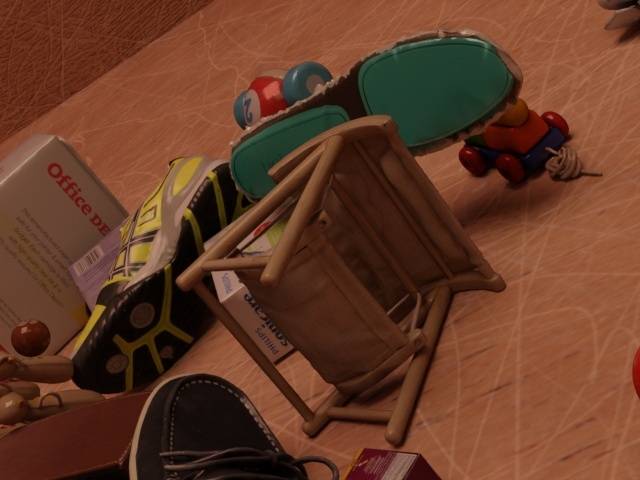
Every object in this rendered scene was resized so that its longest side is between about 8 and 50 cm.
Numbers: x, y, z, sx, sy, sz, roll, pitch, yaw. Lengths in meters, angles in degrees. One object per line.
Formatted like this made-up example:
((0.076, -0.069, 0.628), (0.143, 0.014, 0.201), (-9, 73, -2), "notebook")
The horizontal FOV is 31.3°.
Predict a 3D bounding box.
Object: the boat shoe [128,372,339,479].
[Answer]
((-0.064, 0.260, 1.045), (0.500, 0.187, 0.156), (-114, 41, -60), "boat shoe")

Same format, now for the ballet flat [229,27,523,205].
((0.068, -0.156, 1.417), (0.409, 0.147, 0.147), (-18, 31, 29), "ballet flat")

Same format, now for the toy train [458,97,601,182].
((0.244, -0.155, 1.434), (0.105, 0.143, 0.248), (-44, 26, -13), "toy train")

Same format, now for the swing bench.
((0.031, 0.042, 1.246), (0.165, 0.253, 0.254), (-4, 40, 50), "swing bench")

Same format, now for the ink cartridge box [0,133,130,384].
((-0.514, 0.044, 1.926), (0.385, 0.279, 0.160), (-45, 25, -17), "ink cartridge box")

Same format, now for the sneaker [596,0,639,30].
((0.421, -0.348, 1.473), (0.210, 0.137, 0.366), (-22, 4, 41), "sneaker")

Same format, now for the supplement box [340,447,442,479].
((0.070, 0.234, 1.102), (0.083, 0.055, 0.043), (-5, 40, 48), "supplement box")

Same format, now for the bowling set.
((-0.431, 0.206, 1.541), (0.287, 0.154, 0.199), (-41, 58, 35), "bowling set")

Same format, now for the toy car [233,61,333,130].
((-0.054, -0.114, 1.714), (0.219, 0.210, 0.238), (-11, 47, 61), "toy car")

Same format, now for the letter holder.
((-0.252, 0.263, 1.363), (0.302, 0.152, 0.214), (-19, 29, 34), "letter holder")

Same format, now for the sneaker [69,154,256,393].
((-0.238, 0.048, 1.647), (0.147, 0.145, 0.384), (23, 75, 46), "sneaker")

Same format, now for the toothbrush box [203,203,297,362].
((0.000, 0.000, 1.517), (0.283, 0.122, 0.206), (-37, 24, 4), "toothbrush box")

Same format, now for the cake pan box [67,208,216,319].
((-0.261, 0.039, 1.804), (0.267, 0.070, 0.246), (-40, 34, -5), "cake pan box")

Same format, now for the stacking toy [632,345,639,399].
((0.333, 0.139, 0.843), (0.141, 0.141, 0.330), (-37, 21, 0), "stacking toy")
